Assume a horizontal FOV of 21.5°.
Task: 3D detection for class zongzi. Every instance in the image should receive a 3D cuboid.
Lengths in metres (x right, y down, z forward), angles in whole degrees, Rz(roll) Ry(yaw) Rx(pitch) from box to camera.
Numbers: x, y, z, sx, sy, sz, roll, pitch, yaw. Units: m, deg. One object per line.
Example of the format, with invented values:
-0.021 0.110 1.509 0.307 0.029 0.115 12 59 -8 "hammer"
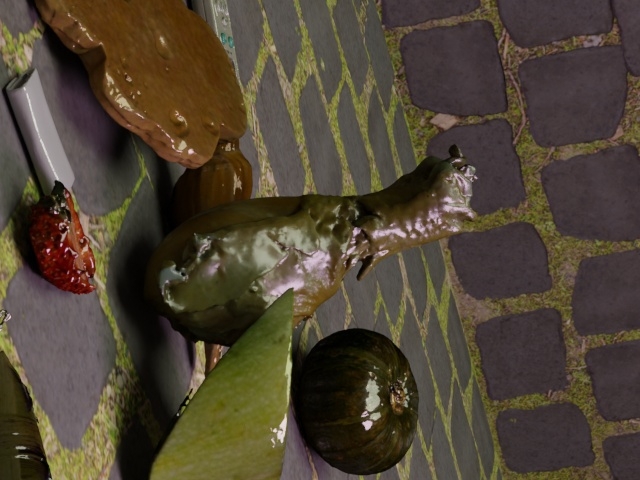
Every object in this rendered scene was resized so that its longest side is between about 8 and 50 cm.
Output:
-0.268 0.180 1.383 0.178 0.081 0.189 97 -21 -54 "zongzi"

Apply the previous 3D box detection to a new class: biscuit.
-0.198 -0.207 1.855 0.376 0.051 0.269 26 42 -58 "biscuit"

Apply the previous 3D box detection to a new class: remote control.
-0.144 -0.276 2.276 0.078 0.042 0.221 8 73 -77 "remote control"

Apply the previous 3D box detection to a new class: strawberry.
-0.248 0.006 1.610 0.152 0.048 0.104 85 -4 -55 "strawberry"

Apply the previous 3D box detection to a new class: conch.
-0.138 -0.003 2.004 0.109 0.093 0.330 170 -71 -70 "conch"

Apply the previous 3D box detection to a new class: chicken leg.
0.000 0.000 1.907 0.152 0.429 0.201 -126 -160 -46 "chicken leg"

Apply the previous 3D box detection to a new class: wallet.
-0.271 -0.103 1.637 0.061 0.025 0.122 -71 147 -62 "wallet"

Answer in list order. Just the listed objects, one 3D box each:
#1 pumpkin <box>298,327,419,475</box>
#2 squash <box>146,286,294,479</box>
0.053 0.236 2.459 0.224 0.157 0.223 24 61 -55 "pumpkin"
-0.111 0.193 1.789 0.204 0.155 0.236 -98 -167 -56 "squash"
